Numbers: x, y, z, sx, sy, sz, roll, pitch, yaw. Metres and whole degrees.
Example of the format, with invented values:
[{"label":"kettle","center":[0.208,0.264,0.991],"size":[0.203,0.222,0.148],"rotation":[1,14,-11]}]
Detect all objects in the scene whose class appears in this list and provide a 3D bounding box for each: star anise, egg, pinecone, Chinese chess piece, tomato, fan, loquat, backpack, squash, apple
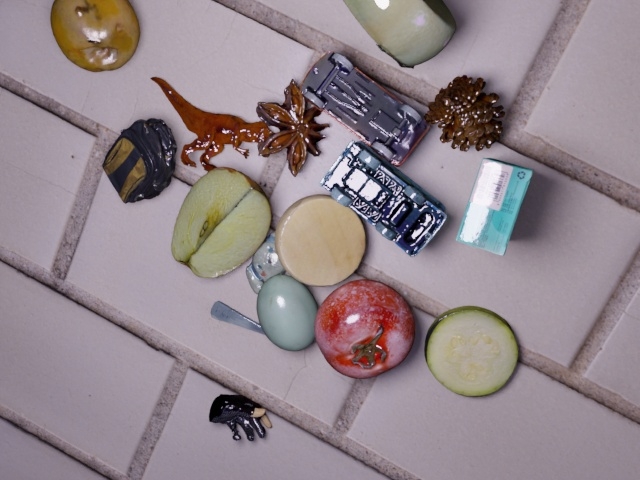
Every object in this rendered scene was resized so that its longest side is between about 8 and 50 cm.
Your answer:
[{"label":"star anise","center":[-0.086,-0.296,1.579],"size":[0.214,0.099,0.220],"rotation":[40,83,-4]},{"label":"egg","center":[-0.090,0.201,1.623],"size":[0.168,0.168,0.231],"rotation":[-17,113,13]},{"label":"pinecone","center":[0.369,-0.312,1.469],"size":[0.195,0.150,0.179],"rotation":[43,104,1]},{"label":"Chinese chess piece","center":[0.000,0.000,1.584],"size":[0.250,0.097,0.251],"rotation":[-1,98,-9]},{"label":"tomato","center":[0.118,0.227,1.566],"size":[0.270,0.227,0.270],"rotation":[-1,122,-2]},{"label":"fan","center":[-0.197,0.258,1.735],"size":[0.281,0.023,0.057],"rotation":[24,101,7]},{"label":"loquat","center":[-0.603,-0.578,1.575],"size":[0.243,0.244,0.244],"rotation":[2,100,10]},{"label":"Chinese chess piece","center":[0.163,-0.570,1.365],"size":[0.146,0.349,0.349],"rotation":[-37,91,28]},{"label":"backpack","center":[-0.487,-0.230,1.631],"size":[0.206,0.133,0.258],"rotation":[54,134,2]},{"label":"squash","center":[0.412,0.305,1.621],"size":[0.251,0.049,0.252],"rotation":[2,101,12]},{"label":"apple","center":[-0.270,-0.056,1.610],"size":[0.254,0.179,0.346],"rotation":[40,115,-7]}]

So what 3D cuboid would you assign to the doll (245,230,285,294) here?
[{"label":"doll","center":[-0.141,0.055,1.664],"size":[0.103,0.071,0.214],"rotation":[36,103,13]}]

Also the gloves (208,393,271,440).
[{"label":"gloves","center":[-0.230,0.523,1.757],"size":[0.180,0.106,0.129],"rotation":[24,106,-24]}]

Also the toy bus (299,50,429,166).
[{"label":"toy bus","center":[0.110,-0.334,1.508],"size":[0.329,0.153,0.143],"rotation":[37,94,3]}]

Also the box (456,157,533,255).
[{"label":"box","center":[0.424,-0.090,1.414],"size":[0.118,0.311,0.205],"rotation":[21,103,16]}]

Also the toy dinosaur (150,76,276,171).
[{"label":"toy dinosaur","center":[-0.322,-0.295,1.627],"size":[0.432,0.097,0.208],"rotation":[22,87,2]}]

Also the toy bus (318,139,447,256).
[{"label":"toy bus","center":[0.165,-0.112,1.518],"size":[0.312,0.190,0.152],"rotation":[38,103,2]}]
